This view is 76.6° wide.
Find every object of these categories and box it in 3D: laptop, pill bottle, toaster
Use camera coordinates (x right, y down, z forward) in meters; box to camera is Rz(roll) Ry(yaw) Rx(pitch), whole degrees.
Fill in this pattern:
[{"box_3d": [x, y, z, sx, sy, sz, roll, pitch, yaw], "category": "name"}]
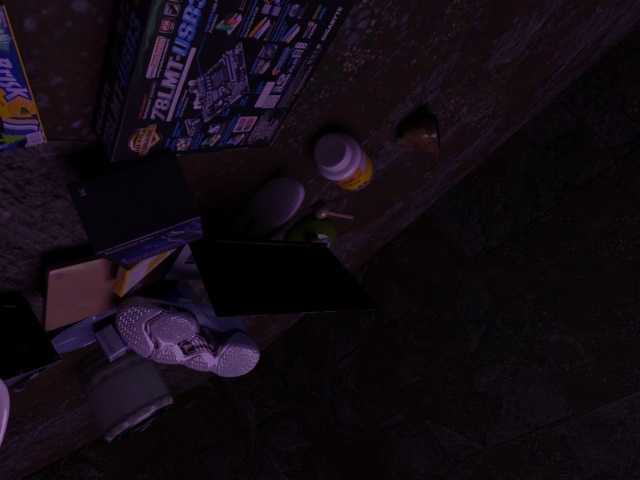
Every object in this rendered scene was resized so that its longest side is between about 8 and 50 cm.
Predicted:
[{"box_3d": [-0.147, 0.124, 1.010, 0.382, 0.236, 0.408, 4, 153, -32], "category": "laptop"}, {"box_3d": [0.058, -0.200, 1.026, 0.117, 0.117, 0.215, -39, 165, 14], "category": "pill bottle"}, {"box_3d": [-0.589, 0.185, 0.704, 0.110, 0.186, 0.168, -36, 173, 13], "category": "toaster"}]

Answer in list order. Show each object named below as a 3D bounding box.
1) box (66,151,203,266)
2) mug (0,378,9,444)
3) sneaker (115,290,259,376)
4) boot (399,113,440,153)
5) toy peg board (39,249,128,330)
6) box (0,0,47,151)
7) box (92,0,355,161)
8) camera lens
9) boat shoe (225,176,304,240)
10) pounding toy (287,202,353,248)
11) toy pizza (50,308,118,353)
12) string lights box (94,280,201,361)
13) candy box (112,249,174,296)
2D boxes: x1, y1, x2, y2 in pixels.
[{"box_3d": [-0.282, -0.041, 0.655, 0.153, 0.108, 0.207, -22, 178, -16], "category": "box"}, {"box_3d": [-0.609, 0.207, 0.458, 0.276, 0.328, 0.374, -107, -147, -79], "category": "mug"}, {"box_3d": [-0.324, 0.197, 0.999, 0.366, 0.210, 0.137, 34, 101, -36], "category": "sneaker"}, {"box_3d": [0.325, -0.335, 1.303, 0.115, 0.112, 0.305, -9, 180, 22], "category": "boot"}, {"box_3d": [-0.477, 0.075, 0.815, 0.161, 0.079, 0.161, -19, 143, -51], "category": "toy peg board"}, {"box_3d": [-0.324, -0.166, 0.396, 0.054, 0.059, 0.169, -24, 162, -33], "category": "box"}, {"box_3d": [-0.133, -0.243, 0.562, 0.293, 0.073, 0.295, -19, 159, -45], "category": "box"}, {"box_3d": [-0.629, 0.484, 1.314, 0.219, 0.274, 0.219, -33, 165, -10], "category": "camera lens"}, {"box_3d": [-0.131, -0.061, 1.061, 0.301, 0.108, 0.102, -42, 165, 34], "category": "boat shoe"}, {"box_3d": [0.000, 0.000, 1.394, 0.183, 0.110, 0.237, 20, 122, -36], "category": "pounding toy"}, {"box_3d": [-0.600, 0.225, 1.047, 0.201, 0.032, 0.201, -33, 169, -7], "category": "toy pizza"}, {"box_3d": [-0.469, 0.219, 1.109, 0.259, 0.077, 0.133, -33, 177, -32], "category": "string lights box"}, {"box_3d": [-0.344, 0.022, 0.850, 0.105, 0.027, 0.206, -53, -179, 43], "category": "candy box"}]
